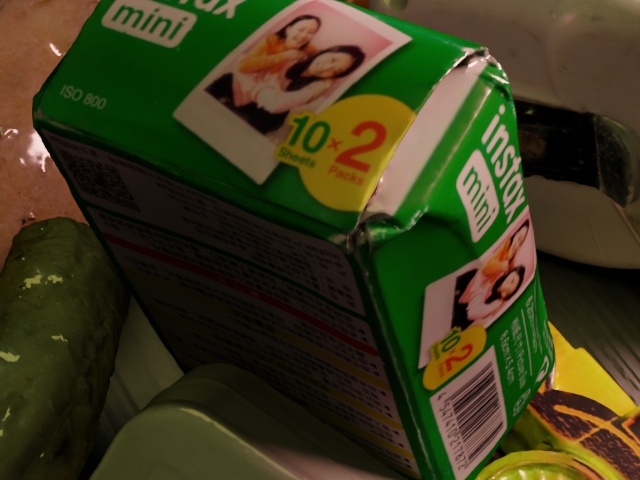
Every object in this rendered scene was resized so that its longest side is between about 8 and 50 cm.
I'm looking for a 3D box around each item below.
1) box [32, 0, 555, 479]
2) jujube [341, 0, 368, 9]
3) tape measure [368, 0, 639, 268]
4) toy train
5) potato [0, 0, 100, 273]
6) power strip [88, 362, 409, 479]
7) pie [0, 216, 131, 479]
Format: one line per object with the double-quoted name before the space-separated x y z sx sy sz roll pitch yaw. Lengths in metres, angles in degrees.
"box" 0.000 0.000 0.648 0.180 0.250 0.103 22 64 26
"jujube" 0.030 -0.219 0.963 0.190 0.190 0.255 15 66 16
"tape measure" 0.144 -0.077 0.820 0.246 0.243 0.125 14 57 27
"toy train" 0.082 0.088 0.795 0.161 0.100 0.296 -28 56 -20
"potato" -0.175 -0.070 0.887 0.165 0.165 0.262 6 54 11
"power strip" -0.007 0.208 0.677 0.261 0.141 0.229 33 105 6
"pie" -0.179 0.112 0.714 0.078 0.277 0.277 34 60 -13
